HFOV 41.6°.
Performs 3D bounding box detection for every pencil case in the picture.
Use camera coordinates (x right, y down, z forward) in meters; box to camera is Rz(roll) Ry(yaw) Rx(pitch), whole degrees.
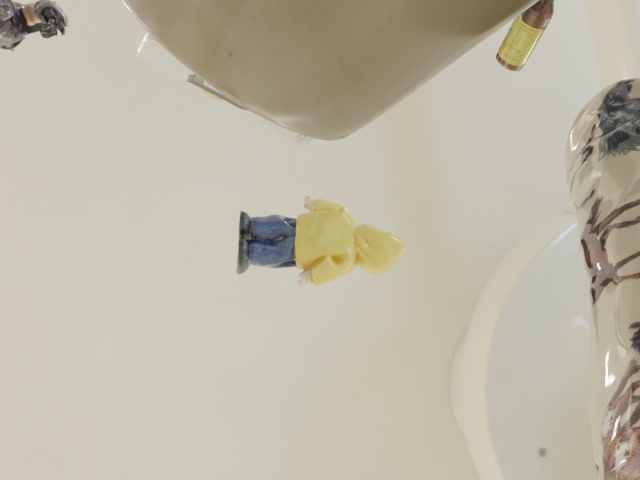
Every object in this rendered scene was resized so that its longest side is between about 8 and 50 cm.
[{"bbox_3d":[0.262,0.051,0.585,0.159,0.184,0.410,-9,-138,21],"label":"pencil case"}]

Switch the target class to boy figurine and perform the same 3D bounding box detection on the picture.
[{"bbox_3d":[0.000,0.000,1.436,0.285,0.092,0.177,1,-123,-7],"label":"boy figurine"}]

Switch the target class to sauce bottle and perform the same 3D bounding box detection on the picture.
[{"bbox_3d":[0.260,-0.270,1.036,0.042,0.128,0.042,14,-138,-13],"label":"sauce bottle"}]

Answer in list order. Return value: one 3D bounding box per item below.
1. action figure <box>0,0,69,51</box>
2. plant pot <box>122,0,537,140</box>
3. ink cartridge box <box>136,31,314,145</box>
[{"bbox_3d":[-0.430,-0.291,1.087,0.185,0.285,0.099,-23,-89,-9],"label":"action figure"},{"bbox_3d":[0.028,-0.221,0.483,0.323,0.323,0.280,40,-67,-1],"label":"plant pot"},{"bbox_3d":[-0.095,-0.319,1.303,0.306,0.131,0.226,27,-103,-16],"label":"ink cartridge box"}]
